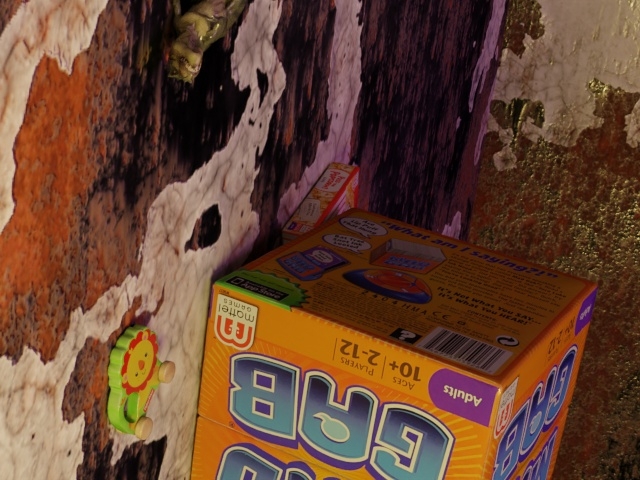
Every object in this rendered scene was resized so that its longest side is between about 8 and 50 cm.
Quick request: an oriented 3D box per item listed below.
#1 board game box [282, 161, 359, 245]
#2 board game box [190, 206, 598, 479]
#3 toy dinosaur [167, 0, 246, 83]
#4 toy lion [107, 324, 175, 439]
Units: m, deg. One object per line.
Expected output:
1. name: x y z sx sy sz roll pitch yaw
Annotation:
1. board game box: 0.000 0.000 1.678 0.193 0.045 0.146 -56 154 -50
2. board game box: 0.091 0.210 1.489 0.356 0.357 0.356 -30 133 -57
3. toy dinosaur: -0.092 -0.244 1.147 0.268 0.064 0.118 -57 162 -55
4. toy lion: -0.185 0.138 1.189 0.096 0.034 0.100 58 47 -59
